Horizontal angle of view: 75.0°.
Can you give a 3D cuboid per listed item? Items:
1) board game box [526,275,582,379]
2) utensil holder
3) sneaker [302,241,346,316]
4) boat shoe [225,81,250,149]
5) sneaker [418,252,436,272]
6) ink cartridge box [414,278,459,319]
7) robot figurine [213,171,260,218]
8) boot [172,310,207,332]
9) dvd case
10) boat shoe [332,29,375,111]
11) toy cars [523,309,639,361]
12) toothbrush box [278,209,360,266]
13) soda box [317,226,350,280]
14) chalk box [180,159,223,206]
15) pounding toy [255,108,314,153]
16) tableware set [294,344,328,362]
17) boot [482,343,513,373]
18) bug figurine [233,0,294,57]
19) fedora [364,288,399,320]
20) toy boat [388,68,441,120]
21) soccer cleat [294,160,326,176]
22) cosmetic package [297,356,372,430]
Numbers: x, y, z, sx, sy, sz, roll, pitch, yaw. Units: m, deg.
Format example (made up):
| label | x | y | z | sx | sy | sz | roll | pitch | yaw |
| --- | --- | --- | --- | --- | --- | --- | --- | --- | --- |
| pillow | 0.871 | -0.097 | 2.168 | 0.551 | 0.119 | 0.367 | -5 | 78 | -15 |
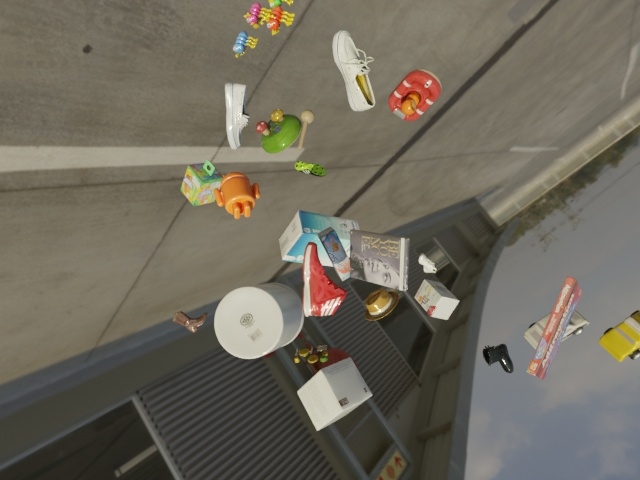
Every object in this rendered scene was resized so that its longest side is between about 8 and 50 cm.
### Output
| label | x | y | z | sx | sy | sz | roll | pitch | yaw |
| --- | --- | --- | --- | --- | --- | --- | --- | --- | --- |
| board game box | 0.653 | 0.248 | 1.158 | 0.145 | 0.027 | 0.281 | 30 | 84 | -47 |
| utensil holder | -0.272 | 0.356 | 1.918 | 0.328 | 0.327 | 0.385 | -37 | 169 | 4 |
| sneaker | 0.015 | 0.114 | 1.231 | 0.128 | 0.220 | 0.087 | 1 | -179 | 5 |
| boat shoe | -0.278 | -0.418 | 1.419 | 0.076 | 0.083 | 0.226 | 1 | 124 | -1 |
| sneaker | 0.538 | 0.112 | 2.086 | 0.152 | 0.061 | 0.053 | 48 | 61 | -42 |
| ink cartridge box | 0.612 | 0.310 | 2.210 | 0.128 | 0.176 | 0.128 | 15 | 110 | -26 |
| robot figurine | -0.347 | -0.196 | 1.737 | 0.158 | 0.219 | 0.128 | -30 | 147 | 18 |
| boot | -0.548 | 0.320 | 1.749 | 0.106 | 0.114 | 0.037 | -53 | -159 | -6 |
| dvd case | 0.181 | 0.058 | 1.320 | 0.222 | 0.164 | 0.018 | 11 | -164 | 42 |
| boat shoe | 0.174 | -0.778 | 1.907 | 0.136 | 0.366 | 0.157 | -30 | -156 | -31 |
| toy cars | 0.841 | 0.270 | 1.285 | 0.394 | 0.176 | 0.087 | -3 | 145 | 32 |
| toothbrush box | 0.000 | 0.000 | 1.805 | 0.296 | 0.126 | 0.216 | 9 | 142 | -27 |
| soda box | 0.056 | 0.047 | 1.444 | 0.058 | 0.183 | 0.063 | -29 | -160 | -5 |
| chalk box | -0.578 | -0.295 | 2.055 | 0.132 | 0.132 | 0.213 | -22 | 153 | -46 |
| pounding toy | -0.156 | -0.435 | 1.582 | 0.110 | 0.237 | 0.182 | 42 | 63 | -45 |
| tableware set | -0.040 | 0.511 | 1.842 | 0.154 | 0.024 | 0.104 | -10 | -156 | 9 |
| boot | 0.681 | 0.458 | 1.602 | 0.099 | 0.121 | 0.045 | -7 | 168 | -24 |
| bug figurine | -0.198 | -0.743 | 1.407 | 0.279 | 0.216 | 0.072 | -7 | 152 | 44 |
| fedora | 0.275 | 0.289 | 1.968 | 0.194 | 0.079 | 0.194 | -33 | -163 | 12 |
| toy boat | 0.357 | -0.545 | 1.616 | 0.231 | 0.151 | 0.151 | -43 | -163 | 54 |
| soccer cleat | -0.047 | -0.362 | 2.135 | 0.060 | 0.179 | 0.072 | -67 | 159 | -10 |
| cosmetic package | 0.047 | 0.530 | 1.445 | 0.151 | 0.151 | 0.183 | -8 | 145 | -43 |
